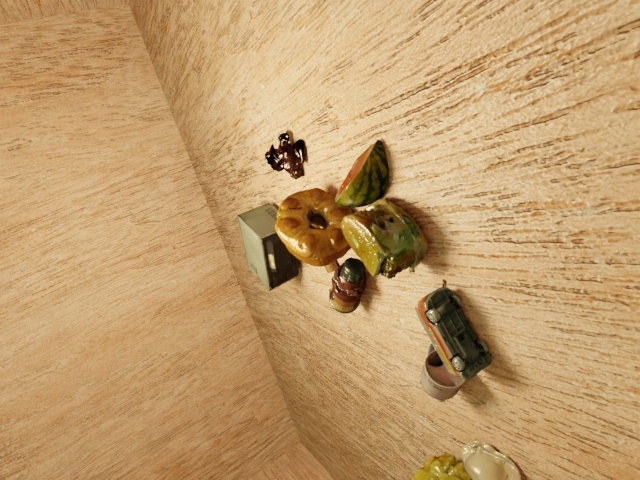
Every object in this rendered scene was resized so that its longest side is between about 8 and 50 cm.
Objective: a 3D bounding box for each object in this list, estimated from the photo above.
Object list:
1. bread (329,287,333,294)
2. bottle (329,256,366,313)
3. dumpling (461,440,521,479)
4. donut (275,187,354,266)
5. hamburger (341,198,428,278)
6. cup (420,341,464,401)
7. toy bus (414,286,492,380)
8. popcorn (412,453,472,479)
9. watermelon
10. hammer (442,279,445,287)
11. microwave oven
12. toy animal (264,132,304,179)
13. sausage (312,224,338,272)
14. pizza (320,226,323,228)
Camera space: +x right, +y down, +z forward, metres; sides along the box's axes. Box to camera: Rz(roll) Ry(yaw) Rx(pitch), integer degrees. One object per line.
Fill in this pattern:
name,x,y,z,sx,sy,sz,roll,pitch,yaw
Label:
bread,0.080,0.278,1.947,0.090,0.035,0.094,35,141,46
bottle,0.114,0.182,1.672,0.156,0.143,0.271,50,150,28
dumpling,0.561,0.754,1.367,0.151,0.124,0.229,-61,38,14
donut,-0.016,-0.052,1.563,0.150,0.299,0.317,81,-175,-53
hamburger,0.201,-0.018,1.289,0.288,0.167,0.192,54,154,22
cup,0.388,0.444,1.388,0.173,0.134,0.142,45,150,34
toy bus,0.386,0.274,1.248,0.265,0.121,0.120,61,159,5
popcorn,0.484,0.940,1.524,0.335,0.274,0.279,124,147,-52
watermelon,0.146,-0.177,1.368,0.128,0.159,0.303,26,155,-7
hammer,0.380,0.172,1.299,0.029,0.014,0.123,26,134,38
microwave oven,-0.256,0.028,2.159,0.286,0.218,0.355,38,143,42
toy animal,-0.126,-0.349,1.746,0.218,0.116,0.179,-12,133,37
sausage,-0.001,0.001,1.824,0.066,0.065,0.301,-10,102,64
pizza,0.035,-0.062,1.727,0.160,0.035,0.099,43,148,37
